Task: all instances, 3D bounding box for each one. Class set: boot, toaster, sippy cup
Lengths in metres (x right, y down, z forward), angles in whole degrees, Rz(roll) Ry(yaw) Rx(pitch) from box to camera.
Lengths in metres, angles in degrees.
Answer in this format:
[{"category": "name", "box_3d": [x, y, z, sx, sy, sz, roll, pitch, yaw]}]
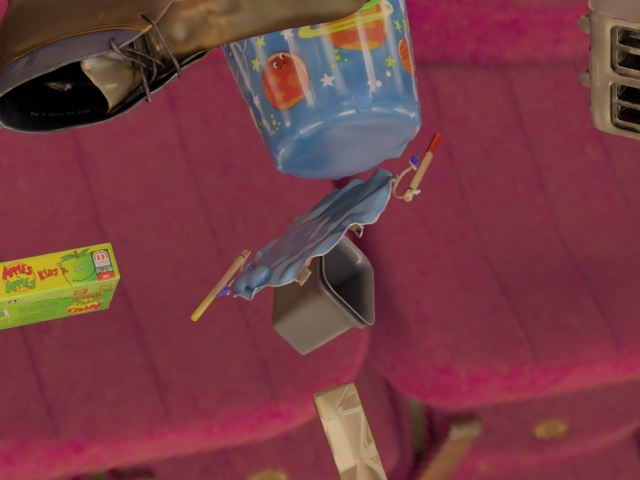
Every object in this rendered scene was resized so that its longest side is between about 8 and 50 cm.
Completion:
[{"category": "boot", "box_3d": [-0.077, -0.105, 0.844, 0.219, 0.106, 0.082, -2, 143, 22]}, {"category": "toaster", "box_3d": [0.356, -0.186, 1.581, 0.110, 0.186, 0.168, -58, 153, -33]}, {"category": "sippy cup", "box_3d": [0.004, -0.195, 1.712, 0.240, 0.224, 0.305, -23, 158, 19]}]

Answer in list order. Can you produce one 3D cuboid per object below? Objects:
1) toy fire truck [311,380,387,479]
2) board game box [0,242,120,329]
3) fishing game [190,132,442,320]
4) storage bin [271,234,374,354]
[{"category": "toy fire truck", "box_3d": [0.004, 0.261, 1.419, 0.217, 0.246, 0.158, -1, 120, -19]}, {"category": "board game box", "box_3d": [-0.312, 0.055, 1.685, 0.181, 0.043, 0.092, -11, 160, -20]}, {"category": "fishing game", "box_3d": [0.000, 0.000, 1.434, 0.264, 0.041, 0.189, -31, -167, 27]}, {"category": "storage bin", "box_3d": [0.002, 0.062, 1.725, 0.091, 0.135, 0.098, -36, 115, 21]}]
